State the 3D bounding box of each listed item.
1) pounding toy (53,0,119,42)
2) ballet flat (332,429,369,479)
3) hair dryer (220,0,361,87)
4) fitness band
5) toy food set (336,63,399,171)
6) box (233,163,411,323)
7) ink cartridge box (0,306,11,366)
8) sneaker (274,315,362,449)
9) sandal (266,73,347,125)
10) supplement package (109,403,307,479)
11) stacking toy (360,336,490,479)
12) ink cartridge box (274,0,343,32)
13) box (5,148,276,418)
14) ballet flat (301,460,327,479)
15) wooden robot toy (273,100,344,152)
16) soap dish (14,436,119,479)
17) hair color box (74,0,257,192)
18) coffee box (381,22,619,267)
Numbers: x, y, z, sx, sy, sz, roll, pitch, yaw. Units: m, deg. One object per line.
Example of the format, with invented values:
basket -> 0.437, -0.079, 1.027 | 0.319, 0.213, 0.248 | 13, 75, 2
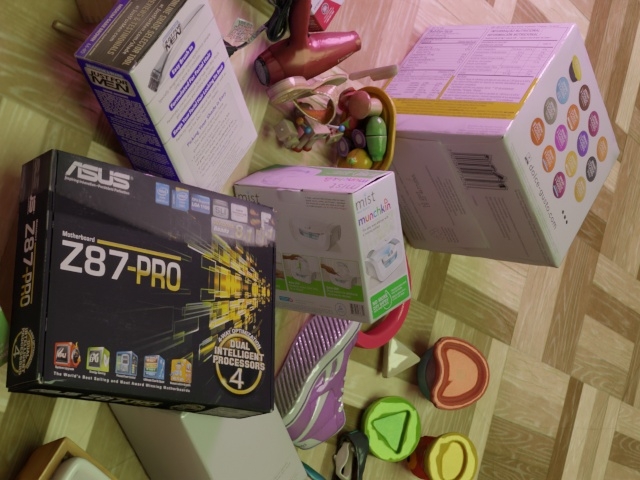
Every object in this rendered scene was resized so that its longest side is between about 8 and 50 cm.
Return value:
pounding toy -> -0.296, -0.350, 1.670 | 0.181, 0.094, 0.206 | -40, 124, -39
ballet flat -> 0.048, 0.466, 2.226 | 0.074, 0.074, 0.203 | 22, 72, -49
hair dryer -> -0.034, -0.337, 1.909 | 0.293, 0.223, 0.080 | 4, 54, -53
fitness band -> 0.084, 0.069, 2.225 | 0.209, 0.054, 0.291 | -39, 123, -37
toy food set -> 0.068, -0.215, 2.099 | 0.071, 0.128, 0.218 | 2, 93, -49
box -> 0.000, 0.000, 1.947 | 0.127, 0.262, 0.231 | -28, 116, -45
ink cartridge box -> -0.542, 0.042, 1.418 | 0.207, 0.119, 0.353 | -40, 126, -39
sneaker -> 0.012, 0.252, 2.125 | 0.282, 0.102, 0.161 | -55, 129, -14
sandal -> -0.011, -0.232, 1.977 | 0.240, 0.088, 0.079 | -17, 82, -63
supplement package -> -0.177, 0.315, 1.850 | 0.175, 0.177, 0.293 | -46, 129, -36
stacking toy -> 0.197, 0.344, 2.395 | 0.279, 0.130, 0.309 | 18, 78, -23
ink cartridge box -> -0.031, -0.464, 1.983 | 0.175, 0.072, 0.127 | 52, 58, -41
box -> -0.237, 0.074, 1.622 | 0.395, 0.097, 0.318 | 15, 66, -40
ballet flat -> -0.063, 0.422, 2.092 | 0.248, 0.086, 0.086 | 49, 59, -40
wooden robot toy -> -0.033, -0.207, 2.048 | 0.173, 0.076, 0.079 | -8, 67, -49
soap dish -> -0.364, 0.452, 1.694 | 0.291, 0.118, 0.229 | 53, 56, -39
hair color box -> -0.217, -0.209, 1.705 | 0.185, 0.110, 0.339 | -58, 154, -26
coffee box -> 0.334, -0.194, 2.253 | 0.334, 0.338, 0.337 | -55, 133, -30
